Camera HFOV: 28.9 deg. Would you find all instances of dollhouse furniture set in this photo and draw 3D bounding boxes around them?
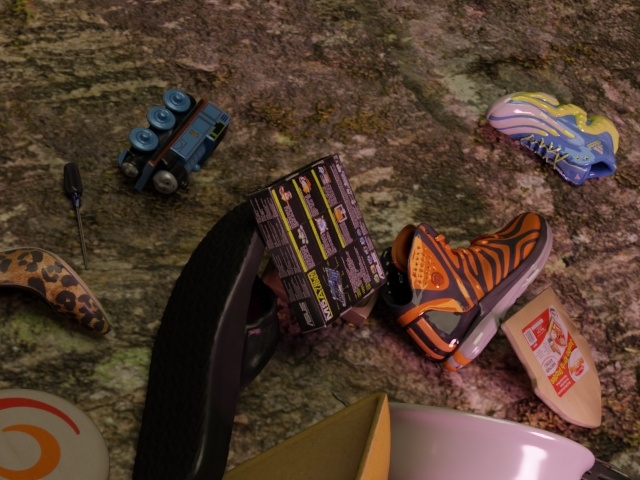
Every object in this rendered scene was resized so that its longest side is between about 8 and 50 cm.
[{"bbox_3d":[0.026,0.019,1.686,0.151,0.123,0.144,30,47,4],"label":"dollhouse furniture set"}]

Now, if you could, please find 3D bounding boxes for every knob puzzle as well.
[{"bbox_3d":[0.325,0.176,1.713,0.213,0.030,0.213,32,42,-34],"label":"knob puzzle"}]

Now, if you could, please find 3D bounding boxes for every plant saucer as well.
[{"bbox_3d":[-0.065,0.338,1.241,0.081,0.332,0.333,49,30,-15],"label":"plant saucer"}]

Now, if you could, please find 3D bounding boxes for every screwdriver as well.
[{"bbox_3d":[-0.325,-0.031,1.663,0.024,0.025,0.170,-1,61,-24],"label":"screwdriver"}]

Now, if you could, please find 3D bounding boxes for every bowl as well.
[{"bbox_3d":[0.160,0.289,1.440,0.297,0.298,0.134,16,73,-9],"label":"bowl"}]

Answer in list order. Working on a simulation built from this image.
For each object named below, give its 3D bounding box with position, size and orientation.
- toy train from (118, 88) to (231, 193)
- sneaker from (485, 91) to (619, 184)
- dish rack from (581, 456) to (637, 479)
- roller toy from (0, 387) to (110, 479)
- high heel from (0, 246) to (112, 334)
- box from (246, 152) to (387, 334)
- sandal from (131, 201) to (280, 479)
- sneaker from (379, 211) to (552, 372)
[{"bbox_3d":[-0.208,-0.138,1.756,0.105,0.080,0.184,33,47,-1],"label":"toy train"},{"bbox_3d":[0.385,-0.163,2.011,0.240,0.091,0.126,8,50,-17],"label":"sneaker"},{"bbox_3d":[0.339,0.376,1.548,0.208,0.074,0.272,23,47,-3],"label":"dish rack"},{"bbox_3d":[-0.321,0.269,1.315,0.209,0.146,0.191,18,39,3],"label":"roller toy"},{"bbox_3d":[-0.400,0.079,1.513,0.261,0.093,0.186,40,70,-4],"label":"high heel"},{"bbox_3d":[0.000,0.000,1.594,0.184,0.045,0.191,-32,102,-54],"label":"box"},{"bbox_3d":[-0.127,0.150,1.517,0.107,0.167,0.446,36,46,-30],"label":"sandal"},{"bbox_3d":[0.200,0.022,1.734,0.180,0.124,0.321,44,47,-4],"label":"sneaker"}]
